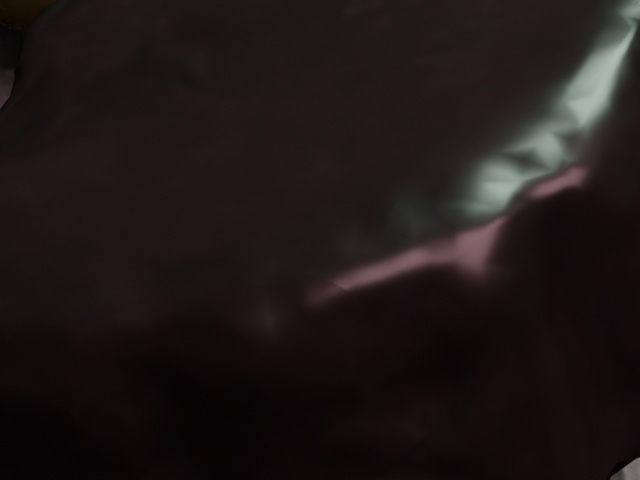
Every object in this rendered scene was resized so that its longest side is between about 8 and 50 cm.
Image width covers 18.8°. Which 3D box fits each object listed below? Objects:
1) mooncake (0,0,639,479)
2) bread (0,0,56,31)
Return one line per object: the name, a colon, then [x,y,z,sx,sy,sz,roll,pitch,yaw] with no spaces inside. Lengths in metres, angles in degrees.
mooncake: [0.000,0.000,0.817,0.381,0.212,0.351,-37,33,-23]
bread: [-0.117,-0.225,1.054,0.306,0.159,0.305,12,56,-18]
